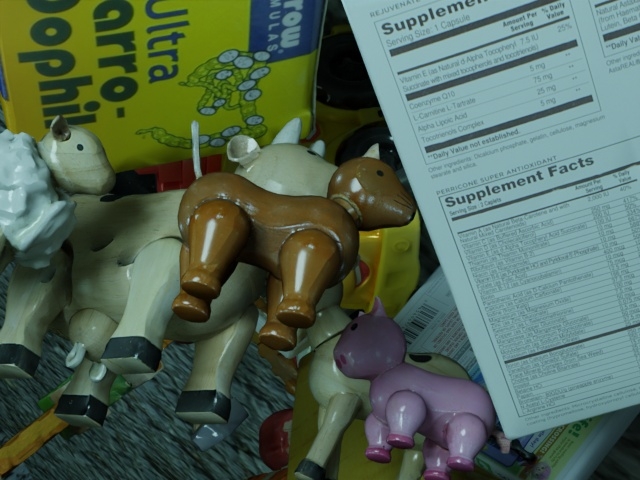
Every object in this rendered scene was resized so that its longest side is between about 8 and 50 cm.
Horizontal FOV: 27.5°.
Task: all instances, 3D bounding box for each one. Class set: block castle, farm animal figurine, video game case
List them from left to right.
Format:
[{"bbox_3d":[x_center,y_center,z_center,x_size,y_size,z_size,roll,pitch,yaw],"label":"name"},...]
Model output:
[{"bbox_3d":[-0.196,0.259,1.476,0.303,0.453,0.213,52,147,-4],"label":"block castle"},{"bbox_3d":[-0.047,0.026,0.779,0.327,0.172,0.330,4,149,19],"label":"farm animal figurine"},{"bbox_3d":[0.152,0.062,0.916,0.193,0.212,0.023,27,157,41],"label":"video game case"}]

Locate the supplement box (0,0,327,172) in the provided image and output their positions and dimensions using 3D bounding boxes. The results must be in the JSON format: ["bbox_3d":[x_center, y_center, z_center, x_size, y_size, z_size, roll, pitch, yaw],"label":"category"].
[{"bbox_3d":[-0.136,-0.243,0.838,0.194,0.195,0.356,98,157,-56],"label":"supplement box"}]

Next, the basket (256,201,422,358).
[{"bbox_3d":[0.000,0.000,1.138,0.113,0.167,0.103,43,149,17],"label":"basket"}]

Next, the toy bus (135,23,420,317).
[{"bbox_3d":[-0.036,-0.049,1.002,0.149,0.211,0.220,100,160,-50],"label":"toy bus"}]

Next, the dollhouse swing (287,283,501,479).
[{"bbox_3d":[0.136,0.273,1.090,0.305,0.347,0.315,18,151,-24],"label":"dollhouse swing"}]

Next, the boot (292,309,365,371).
[{"bbox_3d":[-0.039,0.043,1.353,0.176,0.088,0.244,24,135,44],"label":"boot"}]

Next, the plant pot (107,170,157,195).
[{"bbox_3d":[-0.147,-0.146,1.179,0.187,0.167,0.188,39,153,23],"label":"plant pot"}]

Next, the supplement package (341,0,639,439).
[{"bbox_3d":[0.142,-0.078,0.678,0.199,0.198,0.262,-91,-20,-59],"label":"supplement package"}]
